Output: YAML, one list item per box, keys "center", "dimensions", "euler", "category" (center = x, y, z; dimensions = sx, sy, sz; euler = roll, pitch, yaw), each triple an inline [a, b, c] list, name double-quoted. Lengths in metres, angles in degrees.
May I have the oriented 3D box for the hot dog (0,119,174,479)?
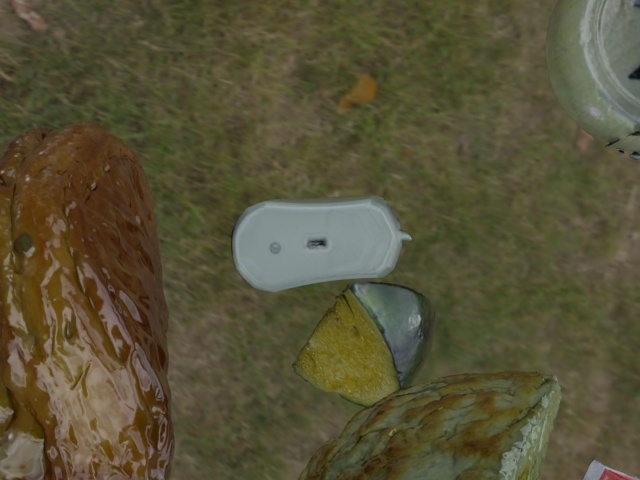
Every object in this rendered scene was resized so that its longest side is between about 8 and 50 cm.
- center: [-0.210, 0.063, 1.104]
  dimensions: [0.174, 0.387, 0.267]
  euler: [20, 121, -24]
  category: "hot dog"

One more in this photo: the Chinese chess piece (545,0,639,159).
- center: [0.367, -0.210, 1.642]
  dimensions: [0.237, 0.092, 0.238]
  euler: [3, 80, -18]
  category: "Chinese chess piece"

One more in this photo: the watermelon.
- center: [0.049, 0.079, 1.180]
  dimensions: [0.092, 0.181, 0.075]
  euler: [43, 63, 8]
  category: "watermelon"

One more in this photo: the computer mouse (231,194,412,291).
- center: [0.000, 0.000, 0.894]
  dimensions: [0.110, 0.032, 0.056]
  euler: [-4, 97, -5]
  category: "computer mouse"

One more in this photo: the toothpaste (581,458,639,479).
- center: [0.347, 0.258, 1.230]
  dimensions: [0.301, 0.048, 0.075]
  euler: [18, 137, -10]
  category: "toothpaste"

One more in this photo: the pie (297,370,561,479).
- center: [0.055, 0.169, 0.908]
  dimensions: [0.090, 0.201, 0.248]
  euler: [53, 48, -15]
  category: "pie"
